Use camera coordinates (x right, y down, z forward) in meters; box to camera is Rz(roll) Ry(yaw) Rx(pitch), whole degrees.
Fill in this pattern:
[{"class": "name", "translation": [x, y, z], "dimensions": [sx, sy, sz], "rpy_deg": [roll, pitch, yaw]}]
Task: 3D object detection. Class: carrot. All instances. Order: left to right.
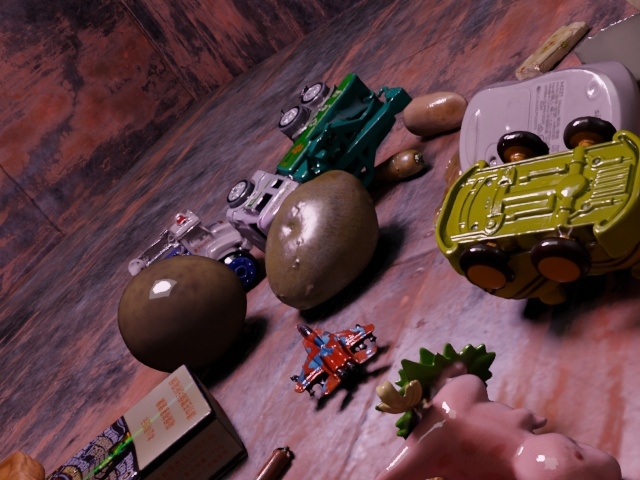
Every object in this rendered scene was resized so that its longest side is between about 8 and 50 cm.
[{"class": "carrot", "translation": [0.101, -0.120, 1.650], "dimensions": [0.049, 0.049, 0.254], "rpy_deg": [-49, 18, -29]}]

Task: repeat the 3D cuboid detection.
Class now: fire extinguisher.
[{"class": "fire extinguisher", "translation": [-0.059, 0.271, 1.065], "dimensions": [0.083, 0.022, 0.028], "rpy_deg": [-50, -7, -34]}]

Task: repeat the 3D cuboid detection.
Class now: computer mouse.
[{"class": "computer mouse", "translation": [0.300, -0.124, 1.152], "dimensions": [0.297, 0.121, 0.184], "rpy_deg": [-2, 82, 57]}]

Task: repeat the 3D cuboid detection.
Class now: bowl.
[{"class": "bowl", "translation": [0.439, -0.228, 1.141], "dimensions": [0.212, 0.112, 0.211], "rpy_deg": [-19, -4, -1]}]

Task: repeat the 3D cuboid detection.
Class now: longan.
[{"class": "longan", "translation": [-0.223, 0.119, 1.444], "dimensions": [0.220, 0.196, 0.196], "rpy_deg": [-15, 29, 38]}]

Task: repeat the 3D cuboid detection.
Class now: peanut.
[{"class": "peanut", "translation": [0.212, -0.233, 1.664], "dimensions": [0.152, 0.076, 0.076], "rpy_deg": [-5, 37, 51]}]

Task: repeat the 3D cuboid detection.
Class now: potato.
[{"class": "potato", "translation": [0.000, 0.000, 1.393], "dimensions": [0.235, 0.160, 0.178], "rpy_deg": [-62, 3, -22]}]

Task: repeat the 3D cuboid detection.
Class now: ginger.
[{"class": "ginger", "translation": [0.217, -0.079, 1.323], "dimensions": [0.096, 0.067, 0.165], "rpy_deg": [-20, 38, 40]}]

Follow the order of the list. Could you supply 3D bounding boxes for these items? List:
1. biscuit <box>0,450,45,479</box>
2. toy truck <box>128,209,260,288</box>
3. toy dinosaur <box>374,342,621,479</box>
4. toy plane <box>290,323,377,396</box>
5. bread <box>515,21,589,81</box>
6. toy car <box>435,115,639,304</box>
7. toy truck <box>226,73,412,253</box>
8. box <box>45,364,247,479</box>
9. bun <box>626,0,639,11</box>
[{"class": "biscuit", "translation": [-0.451, 0.450, 1.116], "dimensions": [0.349, 0.078, 0.455], "rpy_deg": [-51, 21, 3]}, {"class": "toy truck", "translation": [-0.230, 0.039, 1.658], "dimensions": [0.213, 0.177, 0.161], "rpy_deg": [-41, 18, -9]}, {"class": "toy dinosaur", "translation": [0.135, 0.191, 0.784], "dimensions": [0.194, 0.152, 0.177], "rpy_deg": [3, 18, -10]}, {"class": "toy plane", "translation": [0.006, 0.144, 1.185], "dimensions": [0.130, 0.061, 0.189], "rpy_deg": [-41, 15, -8]}, {"class": "bread", "translation": [0.414, -0.340, 1.628], "dimensions": [0.154, 0.028, 0.068], "rpy_deg": [-44, 18, -22]}, {"class": "toy car", "translation": [0.256, -0.016, 0.984], "dimensions": [0.248, 0.142, 0.200], "rpy_deg": [-7, 45, 43]}, {"class": "toy truck", "translation": [0.001, -0.135, 1.593], "dimensions": [0.363, 0.176, 0.178], "rpy_deg": [-52, 29, -8]}, {"class": "box", "translation": [-0.257, 0.318, 1.208], "dimensions": [0.310, 0.084, 0.198], "rpy_deg": [-40, 20, -7]}, {"class": "bun", "translation": [0.573, -0.447, 1.431], "dimensions": [0.220, 0.134, 0.220], "rpy_deg": [-37, 41, 40]}]
